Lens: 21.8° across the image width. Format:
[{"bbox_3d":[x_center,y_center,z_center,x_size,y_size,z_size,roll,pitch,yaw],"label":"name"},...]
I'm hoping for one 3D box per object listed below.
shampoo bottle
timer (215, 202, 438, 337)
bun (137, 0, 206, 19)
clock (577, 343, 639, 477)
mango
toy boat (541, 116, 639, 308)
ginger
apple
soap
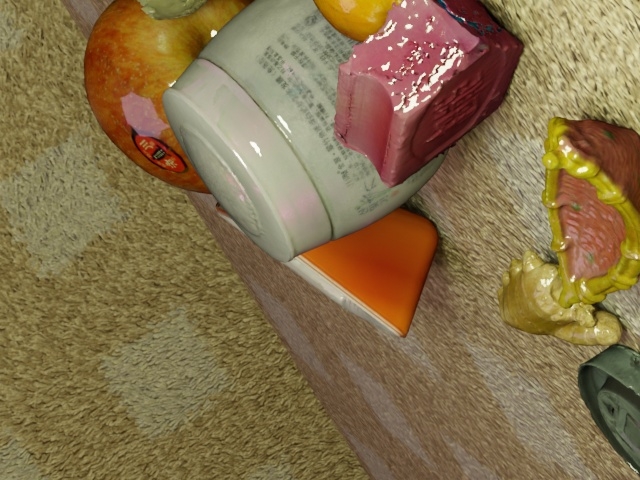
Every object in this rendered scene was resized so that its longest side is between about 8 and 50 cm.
[{"bbox_3d":[-0.011,-0.135,1.805,0.273,0.266,0.273,52,169,15],"label":"shampoo bottle"},{"bbox_3d":[0.000,0.000,2.246,0.250,0.161,0.257,21,-179,-20],"label":"timer"},{"bbox_3d":[-0.189,-0.398,2.032,0.259,0.152,0.259,61,169,20],"label":"bun"},{"bbox_3d":[0.376,0.215,1.854,0.226,0.049,0.226,52,169,15],"label":"clock"},{"bbox_3d":[0.029,-0.264,1.627,0.141,0.102,0.217,37,-168,-27],"label":"mango"},{"bbox_3d":[0.245,-0.030,1.501,0.141,0.099,0.318,52,173,25],"label":"toy boat"},{"bbox_3d":[0.244,0.064,1.846,0.115,0.081,0.205,23,175,-27],"label":"ginger"},{"bbox_3d":[-0.151,-0.206,2.197,0.309,0.277,0.250,25,174,-31],"label":"apple"},{"bbox_3d":[0.095,-0.155,1.549,0.099,0.162,0.250,51,170,12],"label":"soap"}]
